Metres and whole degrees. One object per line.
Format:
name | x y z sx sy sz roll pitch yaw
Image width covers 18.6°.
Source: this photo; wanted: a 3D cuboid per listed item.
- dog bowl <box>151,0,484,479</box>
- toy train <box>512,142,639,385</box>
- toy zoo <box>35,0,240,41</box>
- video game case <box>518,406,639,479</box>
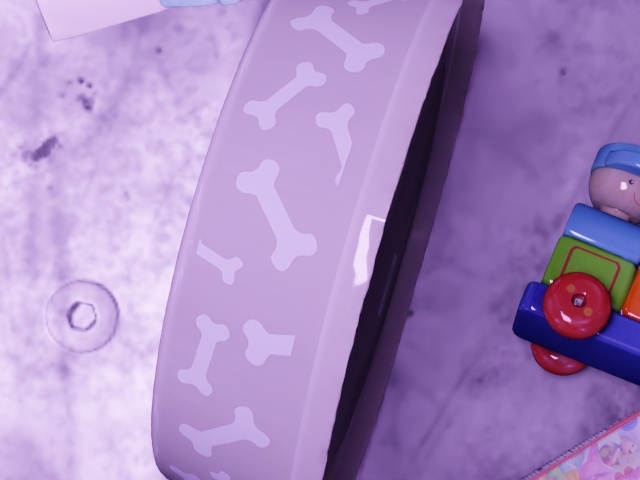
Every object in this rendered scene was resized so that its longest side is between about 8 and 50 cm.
dog bowl | 0.000 0.000 1.102 0.102 0.349 0.349 17 87 7
toy train | 0.259 0.043 1.230 0.248 0.105 0.143 22 73 8
toy zoo | -0.089 -0.202 1.123 0.192 0.293 0.030 -22 126 -7
video game case | 0.224 0.218 1.276 0.285 0.025 0.204 -30 93 -7
